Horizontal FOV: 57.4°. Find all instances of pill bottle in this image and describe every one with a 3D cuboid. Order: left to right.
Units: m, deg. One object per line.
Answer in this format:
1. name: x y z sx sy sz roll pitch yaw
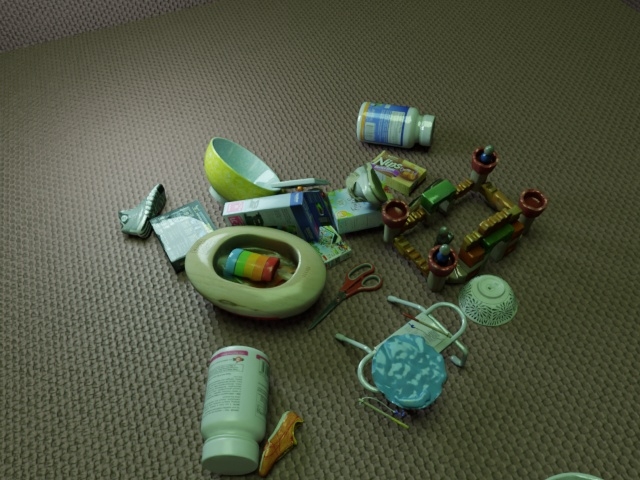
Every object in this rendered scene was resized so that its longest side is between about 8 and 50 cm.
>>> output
1. pill bottle: -0.214 0.425 1.473 0.160 0.160 0.283 -3 48 3
2. pill bottle: 0.283 -0.425 2.176 0.272 0.152 0.152 10 51 14

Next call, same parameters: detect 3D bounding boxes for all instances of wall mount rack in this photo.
1. wall mount rack: 0.215 0.277 1.593 0.350 0.130 0.304 -32 57 -21

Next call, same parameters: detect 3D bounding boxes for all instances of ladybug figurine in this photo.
1. ladybug figurine: -0.195 0.105 1.750 0.449 0.162 0.305 15 53 17

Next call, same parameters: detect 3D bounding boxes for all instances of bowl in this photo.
1. bowl: -0.293 -0.205 2.015 0.156 0.289 0.289 -52 50 19
2. bowl: 0.490 0.156 1.695 0.170 0.080 0.170 -3 50 3

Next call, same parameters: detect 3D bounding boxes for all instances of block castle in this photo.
1. block castle: 0.438 -0.079 1.792 0.453 0.213 0.303 -30 61 -19

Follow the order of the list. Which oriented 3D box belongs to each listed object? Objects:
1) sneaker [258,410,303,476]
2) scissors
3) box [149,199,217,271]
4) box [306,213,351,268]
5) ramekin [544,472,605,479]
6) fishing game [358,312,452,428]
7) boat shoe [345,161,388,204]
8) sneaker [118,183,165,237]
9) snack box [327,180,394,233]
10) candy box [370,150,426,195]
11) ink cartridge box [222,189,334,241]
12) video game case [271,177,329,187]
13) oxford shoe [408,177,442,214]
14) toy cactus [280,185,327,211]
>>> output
1. sneaker: -0.098 0.508 1.456 0.067 0.064 0.175 25 58 13
2. scissors: 0.059 0.163 1.774 0.297 0.021 0.109 -30 55 -19
3. box: -0.444 -0.019 1.952 0.183 0.059 0.233 -26 51 -16
4. box: 0.000 0.000 1.907 0.114 0.036 0.207 -27 52 -17
5. ramekin: 0.549 0.645 1.230 0.272 0.127 0.273 -3 49 4
6. fishing game: 0.221 0.324 1.454 0.189 0.041 0.264 24 70 8
7. boat shoe: 0.140 -0.165 1.857 0.103 0.113 0.302 -28 13 10
8. sneaker: -0.634 -0.113 2.038 0.132 0.086 0.229 3 50 11
9. snack box: 0.139 -0.112 1.951 0.207 0.070 0.174 -13 37 -5
10. candy box: 0.270 -0.241 2.082 0.186 0.053 0.109 32 59 27
11. ink cartridge box: -0.128 -0.062 1.837 0.311 0.186 0.065 -9 51 13
12. video game case: -0.067 -0.191 1.971 0.157 0.143 0.019 -5 91 21
13. oxford shoe: 0.350 -0.120 1.962 0.212 0.076 0.076 -39 94 -14
14. toy cactus: -0.058 -0.146 1.994 0.219 0.112 0.180 -6 19 38
